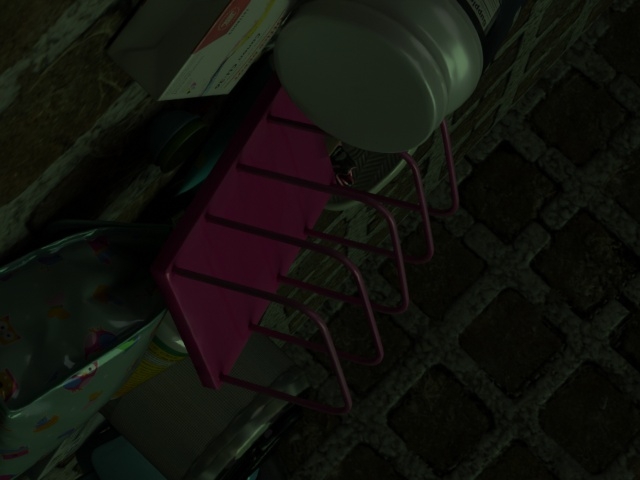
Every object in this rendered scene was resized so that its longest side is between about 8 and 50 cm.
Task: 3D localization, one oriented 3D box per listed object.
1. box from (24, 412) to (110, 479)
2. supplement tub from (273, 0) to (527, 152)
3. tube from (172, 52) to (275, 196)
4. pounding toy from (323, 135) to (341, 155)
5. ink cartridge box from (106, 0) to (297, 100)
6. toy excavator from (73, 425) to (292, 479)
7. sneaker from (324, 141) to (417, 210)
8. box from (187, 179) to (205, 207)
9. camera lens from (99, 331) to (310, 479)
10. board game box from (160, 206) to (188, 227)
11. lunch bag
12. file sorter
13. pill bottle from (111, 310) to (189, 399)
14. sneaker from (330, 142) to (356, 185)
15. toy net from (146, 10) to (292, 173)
[{"bbox_3d":[-0.348,0.263,2.337,0.186,0.038,0.145,-35,166,-50],"label":"box"},{"bbox_3d":[0.091,-0.235,1.512,0.272,0.191,0.191,-57,178,-32],"label":"supplement tub"},{"bbox_3d":[-0.092,-0.125,1.781,0.207,0.052,0.080,-46,173,34],"label":"tube"},{"bbox_3d":[-0.053,-0.093,1.830,0.181,0.094,0.206,-51,-175,22],"label":"pounding toy"},{"bbox_3d":[-0.093,-0.189,1.391,0.115,0.067,0.198,-50,171,18],"label":"ink cartridge box"},{"bbox_3d":[-0.324,0.389,2.416,0.433,0.222,0.445,-27,178,25],"label":"toy excavator"},{"bbox_3d":[0.117,-0.182,2.256,0.350,0.131,0.148,-49,167,9],"label":"sneaker"},{"bbox_3d":[-0.064,-0.097,1.993,0.244,0.060,0.100,-43,171,-24],"label":"box"},{"bbox_3d":[-0.167,0.178,2.021,0.219,0.274,0.219,-46,172,-8],"label":"camera lens"},{"bbox_3d":[-0.131,0.010,1.915,0.136,0.030,0.260,-30,163,25],"label":"board game box"},{"bbox_3d":[-0.257,0.095,1.601,0.262,0.160,0.223,-36,167,-28],"label":"lunch bag"},{"bbox_3d":[0.000,0.000,1.586,0.290,0.182,0.202,-60,152,-30],"label":"file sorter"},{"bbox_3d":[-0.233,0.115,1.846,0.208,0.117,0.117,-31,-179,30],"label":"pill bottle"},{"bbox_3d":[0.016,-0.085,2.038,0.047,0.057,0.119,-45,175,-23],"label":"sneaker"},{"bbox_3d":[-0.091,-0.160,1.614,0.232,0.045,0.122,-46,171,-4],"label":"toy net"}]
